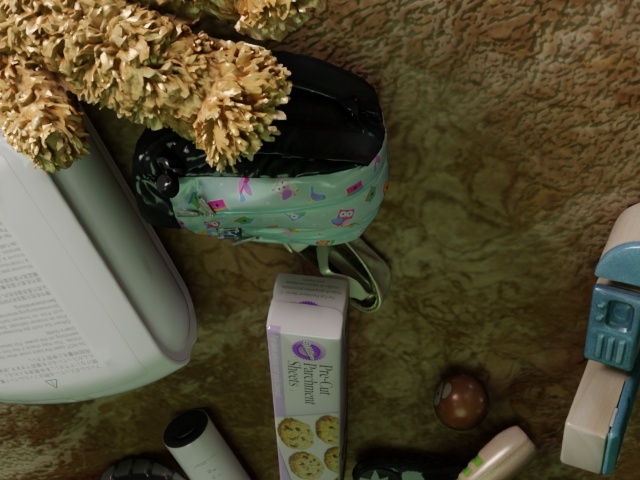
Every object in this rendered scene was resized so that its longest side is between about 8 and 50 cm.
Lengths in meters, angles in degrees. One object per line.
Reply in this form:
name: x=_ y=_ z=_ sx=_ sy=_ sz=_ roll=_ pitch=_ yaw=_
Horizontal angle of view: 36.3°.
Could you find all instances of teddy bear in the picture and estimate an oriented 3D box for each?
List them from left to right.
teddy bear: x=-0.163 y=-0.166 z=0.635 sx=0.338 sy=0.113 sz=0.245 roll=34 pitch=104 yaw=6

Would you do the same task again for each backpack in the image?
backpack: x=-0.038 y=-0.066 z=0.741 sx=0.181 sy=0.152 sz=0.115 roll=3 pitch=145 yaw=5

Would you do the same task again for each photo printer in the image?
photo printer: x=-0.267 y=0.024 z=0.869 sx=0.256 sy=0.107 sz=0.308 roll=-11 pitch=126 yaw=20

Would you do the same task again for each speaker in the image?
speaker: x=-0.116 y=0.246 z=1.056 sx=0.055 sy=0.055 sz=0.136 roll=-13 pitch=125 yaw=21

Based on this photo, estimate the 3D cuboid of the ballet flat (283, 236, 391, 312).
ballet flat: x=0.000 y=0.000 z=0.831 sx=0.168 sy=0.052 sz=0.057 roll=40 pitch=126 yaw=-20

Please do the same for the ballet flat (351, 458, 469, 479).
ballet flat: x=0.120 y=0.251 z=1.029 sx=0.173 sy=0.049 sz=0.058 roll=8 pitch=103 yaw=-1

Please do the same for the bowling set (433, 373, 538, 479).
bowling set: x=0.145 y=0.246 z=0.928 sx=0.154 sy=0.200 sz=0.287 roll=-40 pitch=160 yaw=0

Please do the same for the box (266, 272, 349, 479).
box: x=-0.008 y=0.156 z=0.920 sx=0.067 sy=0.063 sz=0.324 roll=6 pitch=140 yaw=5

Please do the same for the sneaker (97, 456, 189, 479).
sneaker: x=-0.233 y=0.322 z=1.132 sx=0.267 sy=0.101 sz=0.106 roll=-18 pitch=137 yaw=31

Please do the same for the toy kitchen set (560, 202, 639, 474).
toy kitchen set: x=0.295 y=0.094 z=0.776 sx=0.166 sy=0.122 sz=0.207 roll=14 pitch=133 yaw=23
